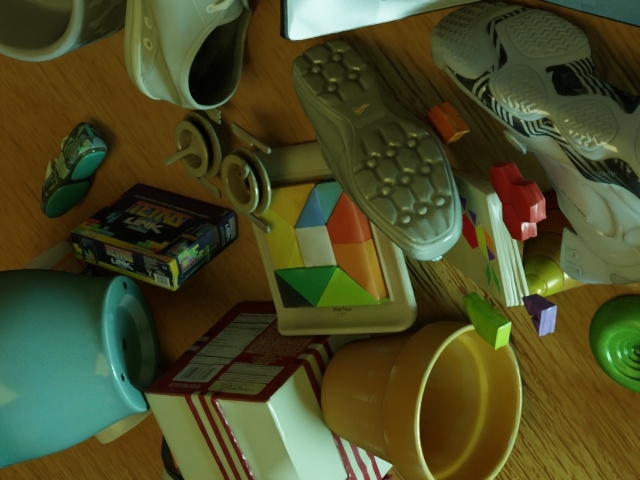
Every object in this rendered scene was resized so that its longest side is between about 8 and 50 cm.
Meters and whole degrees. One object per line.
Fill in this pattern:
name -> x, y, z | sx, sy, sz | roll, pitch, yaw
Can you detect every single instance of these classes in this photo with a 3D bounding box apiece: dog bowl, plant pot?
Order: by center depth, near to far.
plant pot -> 0.110, 0.192, 1.728 | 0.188, 0.205, 0.205 | 6, 124, 43
dog bowl -> -0.382, -0.373, 1.736 | 0.349, 0.102, 0.348 | 24, 138, 23
plant pot -> -0.357, 0.157, 1.866 | 0.255, 0.271, 0.271 | -10, 117, 14

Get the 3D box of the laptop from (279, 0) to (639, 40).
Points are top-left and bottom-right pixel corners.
laptop -> 0.191, -0.335, 1.246 | 0.236, 0.408, 0.382 | -127, 29, -47

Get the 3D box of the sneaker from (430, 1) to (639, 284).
sneaker -> 0.253, -0.084, 1.443 | 0.366, 0.137, 0.210 | 36, 147, 28

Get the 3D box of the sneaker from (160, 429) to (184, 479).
sneaker -> -0.114, 0.329, 2.058 | 0.321, 0.124, 0.180 | 19, 132, 27

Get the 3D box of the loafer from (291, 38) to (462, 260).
loafer -> 0.066, -0.091, 1.546 | 0.111, 0.112, 0.319 | 70, 174, -51

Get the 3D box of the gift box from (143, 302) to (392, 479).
gift box -> -0.066, 0.256, 1.865 | 0.255, 0.276, 0.258 | 2, 123, 43

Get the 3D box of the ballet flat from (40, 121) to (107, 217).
ballet flat -> -0.348, -0.102, 1.978 | 0.070, 0.070, 0.188 | 46, 136, 0

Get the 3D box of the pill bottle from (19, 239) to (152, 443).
pill bottle -> -0.354, 0.151, 2.090 | 0.162, 0.162, 0.278 | -29, 101, 47

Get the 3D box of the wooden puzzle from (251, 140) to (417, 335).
wooden puzzle -> 0.000, 0.000, 1.734 | 0.221, 0.044, 0.238 | -5, 101, 41

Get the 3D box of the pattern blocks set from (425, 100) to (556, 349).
pattern blocks set -> 0.165, -0.014, 1.531 | 0.325, 0.026, 0.285 | -131, 25, -54

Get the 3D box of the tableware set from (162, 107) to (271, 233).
tableware set -> -0.130, -0.094, 1.764 | 0.194, 0.039, 0.128 | 36, 136, 42

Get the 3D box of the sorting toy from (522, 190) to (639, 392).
sorting toy -> 0.320, 0.124, 1.560 | 0.127, 0.126, 0.365 | -25, 103, 46

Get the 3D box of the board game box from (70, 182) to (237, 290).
board game box -> -0.219, -0.008, 1.876 | 0.170, 0.141, 0.048 | 16, 130, 29

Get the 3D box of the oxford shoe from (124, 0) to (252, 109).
oxford shoe -> -0.139, -0.321, 1.564 | 0.130, 0.169, 0.449 | 30, 142, 22
